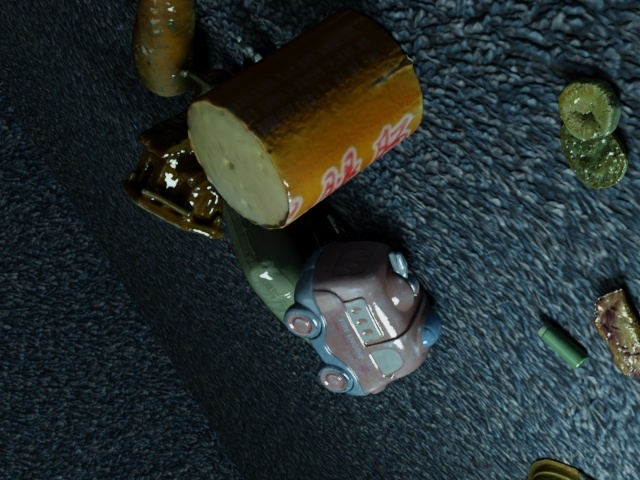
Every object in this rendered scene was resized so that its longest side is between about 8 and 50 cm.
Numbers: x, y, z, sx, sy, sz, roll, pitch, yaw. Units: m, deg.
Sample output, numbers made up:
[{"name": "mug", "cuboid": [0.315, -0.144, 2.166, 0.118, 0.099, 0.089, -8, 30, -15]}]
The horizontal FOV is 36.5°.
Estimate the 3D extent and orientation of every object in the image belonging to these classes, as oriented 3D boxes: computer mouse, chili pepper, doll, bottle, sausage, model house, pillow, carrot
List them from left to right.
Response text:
[{"name": "carrot", "cuboid": [-0.300, -0.399, 1.864, 0.139, 0.139, 0.302, 43, 152, 23]}, {"name": "model house", "cuboid": [-0.279, -0.154, 2.085, 0.199, 0.220, 0.229, 36, 107, 51]}, {"name": "chili pepper", "cuboid": [-0.186, -0.252, 1.849, 0.338, 0.131, 0.134, 81, 169, -52]}, {"name": "doll", "cuboid": [-0.088, -0.286, 1.705, 0.195, 0.070, 0.096, 49, 173, 0]}, {"name": "pillow", "cuboid": [-0.093, 0.045, 1.975, 0.255, 0.120, 0.322, 55, -177, -35]}, {"name": "sausage", "cuboid": [-0.024, -0.181, 1.463, 0.233, 0.287, 0.233, 42, 153, 27]}, {"name": "computer mouse", "cuboid": [0.000, 0.000, 1.915, 0.241, 0.077, 0.146, 52, 154, 3]}, {"name": "bottle", "cuboid": [0.376, 0.163, 1.509, 0.083, 0.030, 0.030, 44, 154, 23]}]

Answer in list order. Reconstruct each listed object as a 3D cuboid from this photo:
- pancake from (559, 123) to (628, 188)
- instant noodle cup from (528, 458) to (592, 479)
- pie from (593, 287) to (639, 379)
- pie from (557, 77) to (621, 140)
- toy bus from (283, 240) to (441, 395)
[{"name": "pancake", "cuboid": [0.345, -0.111, 1.220, 0.108, 0.017, 0.108, 41, 153, 26]}, {"name": "instant noodle cup", "cuboid": [0.463, 0.536, 1.773, 0.274, 0.091, 0.274, 40, 152, 26]}, {"name": "pie", "cuboid": [0.433, 0.140, 1.373, 0.170, 0.034, 0.092, 57, 152, -10]}, {"name": "pie", "cuboid": [0.325, -0.160, 1.172, 0.084, 0.020, 0.084, 28, 131, 38]}, {"name": "toy bus", "cuboid": [0.095, 0.135, 1.769, 0.232, 0.197, 0.294, -12, 119, 33]}]
